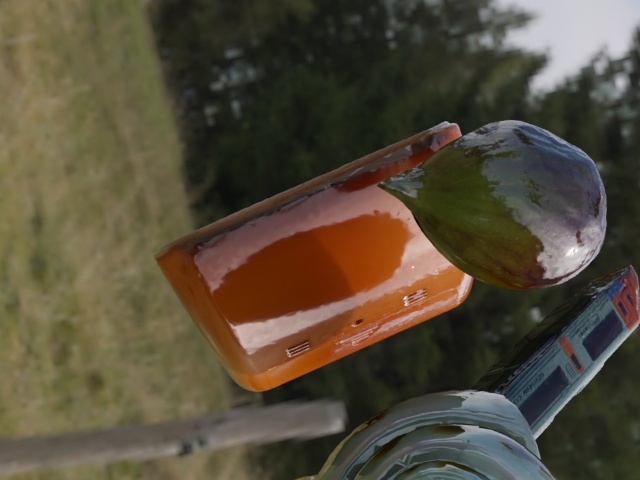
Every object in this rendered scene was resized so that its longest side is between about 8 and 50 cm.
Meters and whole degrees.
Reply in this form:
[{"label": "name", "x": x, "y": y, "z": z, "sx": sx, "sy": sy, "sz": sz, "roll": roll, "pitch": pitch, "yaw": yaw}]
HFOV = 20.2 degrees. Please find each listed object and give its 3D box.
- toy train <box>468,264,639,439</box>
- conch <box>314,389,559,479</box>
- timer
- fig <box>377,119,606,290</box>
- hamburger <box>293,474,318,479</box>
[{"label": "toy train", "x": 0.278, "y": 0.153, "z": 2.164, "sx": 0.409, "sy": 0.086, "sz": 0.089, "roll": -36, "pitch": 96, "yaw": -46}, {"label": "conch", "x": 0.087, "y": 0.216, "z": 1.331, "sx": 0.368, "sy": 0.197, "sz": 0.249, "roll": 141, "pitch": -43, "yaw": -65}, {"label": "timer", "x": 0.000, "y": 0.000, "z": 1.485, "sx": 0.250, "sy": 0.257, "sz": 0.161, "roll": 80, "pitch": -13, "yaw": -76}, {"label": "fig", "x": 0.102, "y": -0.025, "z": 1.110, "sx": 0.109, "sy": 0.154, "sz": 0.103, "roll": -153, "pitch": -105, "yaw": -71}, {"label": "hamburger", "x": 0.012, "y": 0.369, "z": 1.954, "sx": 0.147, "sy": 0.236, "sz": 0.237, "roll": -7, "pitch": 83, "yaw": -66}]
